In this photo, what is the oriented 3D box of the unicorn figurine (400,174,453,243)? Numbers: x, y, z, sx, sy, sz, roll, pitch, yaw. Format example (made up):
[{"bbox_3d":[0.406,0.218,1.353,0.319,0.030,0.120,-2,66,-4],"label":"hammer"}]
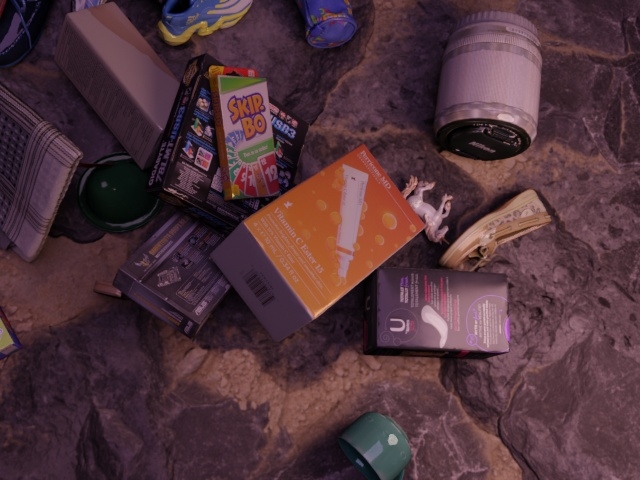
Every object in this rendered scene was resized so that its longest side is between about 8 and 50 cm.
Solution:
[{"bbox_3d":[0.240,-0.063,1.599,0.161,0.060,0.111,33,72,18],"label":"unicorn figurine"}]

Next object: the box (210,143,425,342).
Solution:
[{"bbox_3d":[0.000,0.000,1.417,0.345,0.168,0.215,-37,89,-37],"label":"box"}]

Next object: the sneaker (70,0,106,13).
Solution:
[{"bbox_3d":[-0.501,-0.562,1.599,0.081,0.080,0.211,1,93,-21],"label":"sneaker"}]

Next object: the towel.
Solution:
[{"bbox_3d":[-0.610,-0.141,1.364,0.312,0.324,0.056,40,37,3],"label":"towel"}]

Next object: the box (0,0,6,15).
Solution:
[{"bbox_3d":[-0.733,-0.433,1.446,0.128,0.122,0.257,24,98,10],"label":"box"}]

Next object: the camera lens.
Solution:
[{"bbox_3d":[0.366,-0.327,1.599,0.219,0.219,0.275,11,74,-6],"label":"camera lens"}]

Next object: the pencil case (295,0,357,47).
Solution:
[{"bbox_3d":[-0.020,-0.589,1.660,0.133,0.119,0.306,-10,75,-36],"label":"pencil case"}]

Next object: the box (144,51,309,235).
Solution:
[{"bbox_3d":[-0.175,-0.171,1.469,0.295,0.073,0.294,29,66,-40],"label":"box"}]

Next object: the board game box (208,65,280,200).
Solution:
[{"bbox_3d":[-0.148,-0.211,1.430,0.124,0.039,0.260,-8,90,-45],"label":"board game box"}]

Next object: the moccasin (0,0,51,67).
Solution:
[{"bbox_3d":[-0.638,-0.535,1.548,0.137,0.117,0.342,16,74,-4],"label":"moccasin"}]

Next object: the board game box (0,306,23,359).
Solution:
[{"bbox_3d":[-0.772,0.184,1.352,0.347,0.078,0.233,-30,82,-16],"label":"board game box"}]

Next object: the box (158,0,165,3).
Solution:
[{"bbox_3d":[-0.380,-0.654,1.563,0.142,0.163,0.247,-42,65,-17],"label":"box"}]

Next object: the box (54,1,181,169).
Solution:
[{"bbox_3d":[-0.394,-0.316,1.500,0.311,0.148,0.121,51,49,5],"label":"box"}]

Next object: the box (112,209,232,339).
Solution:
[{"bbox_3d":[-0.260,0.057,1.425,0.183,0.056,0.231,33,41,1],"label":"box"}]

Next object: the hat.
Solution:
[{"bbox_3d":[-0.414,-0.121,1.436,0.208,0.183,0.173,-25,78,-14],"label":"hat"}]

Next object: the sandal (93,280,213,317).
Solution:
[{"bbox_3d":[-0.321,0.089,1.445,0.239,0.088,0.079,12,79,0],"label":"sandal"}]

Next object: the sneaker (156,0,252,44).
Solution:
[{"bbox_3d":[-0.246,-0.515,1.601,0.240,0.126,0.091,-36,83,-16],"label":"sneaker"}]

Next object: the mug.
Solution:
[{"bbox_3d":[0.112,0.402,1.420,0.097,0.158,0.129,-40,60,-19],"label":"mug"}]

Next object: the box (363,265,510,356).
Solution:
[{"bbox_3d":[0.230,0.151,1.487,0.270,0.143,0.165,4,75,-8],"label":"box"}]

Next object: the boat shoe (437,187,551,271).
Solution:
[{"bbox_3d":[0.377,-0.012,1.576,0.285,0.104,0.089,-33,79,-16],"label":"boat shoe"}]
